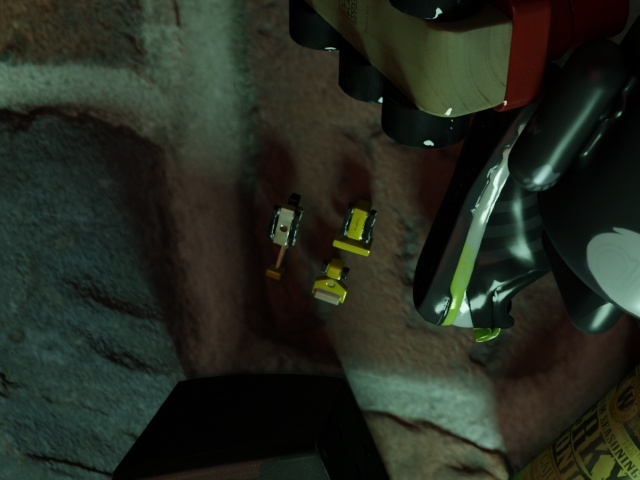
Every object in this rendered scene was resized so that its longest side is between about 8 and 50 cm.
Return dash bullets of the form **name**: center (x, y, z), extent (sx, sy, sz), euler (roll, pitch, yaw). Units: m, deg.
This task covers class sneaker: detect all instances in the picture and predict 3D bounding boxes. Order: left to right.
- **sneaker**: center (0.148, -0.026, 0.933), extent (0.097, 0.084, 0.235), euler (16, 122, -9)

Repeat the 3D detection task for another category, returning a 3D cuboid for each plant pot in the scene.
- **plant pot**: center (-0.041, 0.220, 1.066), extent (0.167, 0.187, 0.188), euler (-17, 104, 18)

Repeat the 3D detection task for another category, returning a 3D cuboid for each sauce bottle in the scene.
- **sauce bottle**: center (0.258, 0.148, 0.928), extent (0.111, 0.111, 0.344), euler (40, 121, 4)

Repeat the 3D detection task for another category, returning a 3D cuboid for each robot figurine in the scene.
- **robot figurine**: center (0.247, -0.057, 0.792), extent (0.173, 0.209, 0.278), euler (42, 135, 17)

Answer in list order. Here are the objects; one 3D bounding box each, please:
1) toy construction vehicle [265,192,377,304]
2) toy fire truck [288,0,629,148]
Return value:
- **toy construction vehicle**: center (0.000, 0.000, 1.029), extent (0.085, 0.035, 0.098), euler (16, 122, 6)
- **toy fire truck**: center (0.122, -0.194, 0.813), extent (0.217, 0.246, 0.158), euler (-129, 31, -47)
